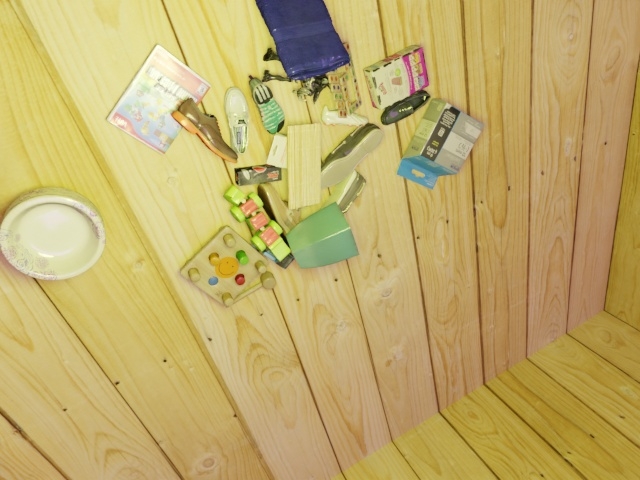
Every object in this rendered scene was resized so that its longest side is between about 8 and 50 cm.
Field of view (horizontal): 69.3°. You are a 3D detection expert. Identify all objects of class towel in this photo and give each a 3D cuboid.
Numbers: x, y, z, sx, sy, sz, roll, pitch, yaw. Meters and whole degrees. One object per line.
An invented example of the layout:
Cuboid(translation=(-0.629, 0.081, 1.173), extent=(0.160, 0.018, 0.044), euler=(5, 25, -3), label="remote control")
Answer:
Cuboid(translation=(-0.063, -0.670, 1.485), extent=(0.228, 0.076, 0.308), euler=(-20, 84, -22), label="towel")

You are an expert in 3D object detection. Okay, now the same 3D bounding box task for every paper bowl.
Cuboid(translation=(-0.832, -0.030, 1.453), extent=(0.285, 0.148, 0.284), euler=(-12, 119, -22), label="paper bowl")

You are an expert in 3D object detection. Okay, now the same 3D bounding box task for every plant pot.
Cuboid(translation=(0.000, 0.000, 1.784), extent=(0.234, 0.165, 0.165), euler=(-25, 136, -2), label="plant pot")

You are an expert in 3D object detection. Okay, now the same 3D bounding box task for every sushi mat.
Cuboid(translation=(-0.058, -0.271, 1.711), extent=(0.152, 0.019, 0.316), euler=(-18, 119, -36), label="sushi mat")

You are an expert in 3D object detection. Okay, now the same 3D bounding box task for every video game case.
Cuboid(translation=(-0.513, -0.444, 1.482), extent=(0.204, 0.025, 0.285), euler=(33, 97, -36), label="video game case")

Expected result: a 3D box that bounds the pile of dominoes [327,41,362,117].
Cuboid(translation=(0.097, -0.571, 1.661), extent=(0.196, 0.040, 0.251), euler=(-53, 137, -42), label="pile of dominoes")

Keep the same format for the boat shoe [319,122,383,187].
Cuboid(translation=(0.100, -0.337, 1.833), extent=(0.335, 0.095, 0.112), euler=(-40, 138, 1), label="boat shoe")

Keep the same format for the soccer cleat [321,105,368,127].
Cuboid(translation=(0.097, -0.475, 1.764), extent=(0.196, 0.068, 0.076), euler=(-4, 113, -23), label="soccer cleat")

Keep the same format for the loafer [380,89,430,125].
Cuboid(translation=(0.340, -0.532, 1.851), extent=(0.223, 0.078, 0.076), euler=(-35, 125, -8), label="loafer")

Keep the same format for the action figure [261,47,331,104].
Cuboid(translation=(-0.059, -0.562, 1.591), extent=(0.276, 0.141, 0.163), euler=(5, 110, -26), label="action figure")

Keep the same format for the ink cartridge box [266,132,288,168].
Cuboid(translation=(-0.117, -0.326, 1.705), extent=(0.198, 0.067, 0.115), euler=(4, 113, -42), label="ink cartridge box")

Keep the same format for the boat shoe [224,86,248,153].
Cuboid(translation=(-0.276, -0.408, 1.593), extent=(0.083, 0.076, 0.226), euler=(-16, 121, -20), label="boat shoe")

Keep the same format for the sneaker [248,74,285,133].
Cuboid(translation=(-0.189, -0.474, 1.613), extent=(0.083, 0.098, 0.223), euler=(-29, 149, -7), label="sneaker")

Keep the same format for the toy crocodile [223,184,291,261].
Cuboid(translation=(-0.229, -0.065, 1.708), extent=(0.115, 0.105, 0.340), euler=(-40, 108, -15), label="toy crocodile")

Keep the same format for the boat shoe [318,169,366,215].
Cuboid(translation=(0.077, -0.147, 1.895), extent=(0.091, 0.109, 0.305), euler=(31, 94, -31), label="boat shoe")

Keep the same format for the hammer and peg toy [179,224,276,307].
Cuboid(translation=(-0.337, 0.138, 1.813), extent=(0.266, 0.127, 0.361), euler=(-44, 126, -1), label="hammer and peg toy")

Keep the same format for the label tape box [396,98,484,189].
Cuboid(translation=(0.513, -0.394, 1.994), extent=(0.249, 0.115, 0.347), euler=(17, 104, -33), label="label tape box")

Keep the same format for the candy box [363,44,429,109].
Cuboid(translation=(0.294, -0.627, 1.782), extent=(0.234, 0.071, 0.159), euler=(-29, 125, -12), label="candy box")

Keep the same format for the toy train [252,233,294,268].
Cuboid(translation=(-0.191, 0.036, 1.851), extent=(0.080, 0.105, 0.184), euler=(-50, 127, 3), label="toy train")

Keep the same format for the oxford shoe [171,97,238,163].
Cuboid(translation=(-0.360, -0.359, 1.546), extent=(0.098, 0.097, 0.271), euler=(-51, 133, -2), label="oxford shoe")

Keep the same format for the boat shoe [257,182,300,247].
Cuboid(translation=(-0.139, -0.107, 1.804), extent=(0.110, 0.122, 0.341), euler=(-37, 136, -12), label="boat shoe")

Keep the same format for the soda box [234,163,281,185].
Cuboid(translation=(-0.230, -0.245, 1.716), extent=(0.169, 0.053, 0.060), euler=(-12, 120, -23), label="soda box")
